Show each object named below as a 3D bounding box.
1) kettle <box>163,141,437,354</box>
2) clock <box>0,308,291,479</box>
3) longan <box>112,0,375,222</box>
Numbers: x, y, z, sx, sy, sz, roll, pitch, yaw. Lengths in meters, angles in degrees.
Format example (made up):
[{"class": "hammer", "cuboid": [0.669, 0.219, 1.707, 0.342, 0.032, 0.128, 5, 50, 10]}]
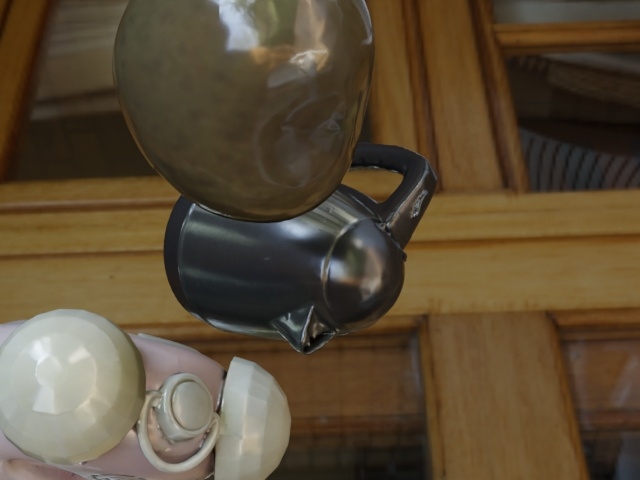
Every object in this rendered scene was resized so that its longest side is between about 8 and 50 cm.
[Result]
[{"class": "kettle", "cuboid": [-0.004, 0.017, 1.125, 0.271, 0.251, 0.207, 13, 117, 48]}, {"class": "clock", "cuboid": [-0.236, 0.184, 1.064, 0.342, 0.326, 0.184, 18, -115, -44]}, {"class": "longan", "cuboid": [-0.059, -0.141, 0.838, 0.215, 0.246, 0.246, -57, -20, -30]}]
